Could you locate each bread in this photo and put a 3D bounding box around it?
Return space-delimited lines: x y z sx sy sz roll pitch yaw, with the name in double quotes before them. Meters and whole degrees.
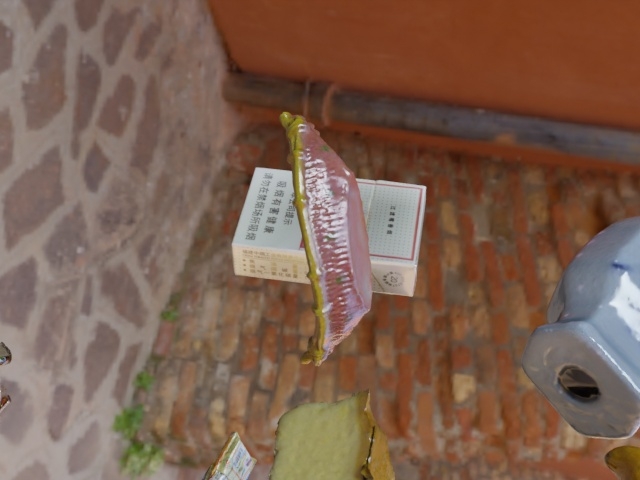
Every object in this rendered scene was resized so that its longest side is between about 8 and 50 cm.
"bread" -0.001 0.473 1.806 0.279 0.248 0.315 -25 101 -65

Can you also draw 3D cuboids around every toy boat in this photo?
"toy boat" 0.006 0.002 1.206 0.141 0.099 0.318 -34 121 -67

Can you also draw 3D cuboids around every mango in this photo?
"mango" 0.517 0.389 1.565 0.190 0.098 0.075 -107 -177 -64

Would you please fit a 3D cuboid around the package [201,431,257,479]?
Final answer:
"package" -0.141 0.366 1.550 0.108 0.031 0.121 -59 148 -27

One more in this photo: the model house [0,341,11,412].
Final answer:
"model house" -0.652 0.267 1.751 0.294 0.207 0.154 180 -93 -69

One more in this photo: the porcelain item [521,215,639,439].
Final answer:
"porcelain item" 0.465 0.098 1.452 0.405 0.242 0.178 -38 175 -40

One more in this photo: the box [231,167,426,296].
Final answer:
"box" 0.021 -0.019 1.829 0.095 0.330 0.210 92 8 -47
